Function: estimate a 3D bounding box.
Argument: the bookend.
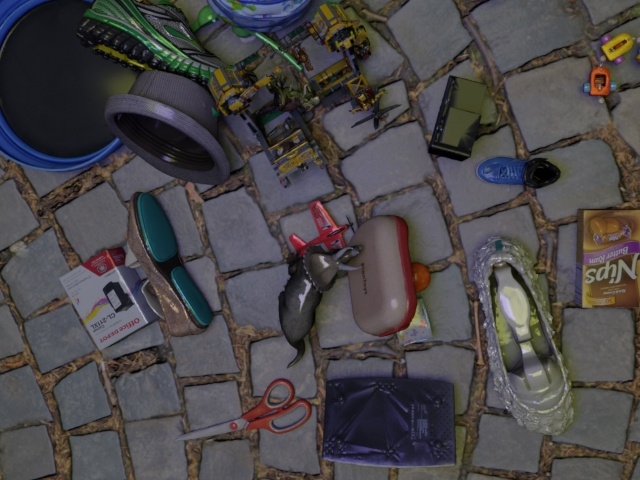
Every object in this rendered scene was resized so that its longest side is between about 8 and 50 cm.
[{"bbox_3d":[0.255,-0.232,1.193,0.072,0.157,0.156,16,97,6],"label":"bookend"}]

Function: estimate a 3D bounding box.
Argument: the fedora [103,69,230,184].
[{"bbox_3d":[-0.275,-0.228,1.239,0.243,0.275,0.124,9,69,29],"label":"fedora"}]

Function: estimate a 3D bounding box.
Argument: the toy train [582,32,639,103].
[{"bbox_3d":[0.571,-0.321,1.204,0.166,0.046,0.125,-5,95,11],"label":"toy train"}]

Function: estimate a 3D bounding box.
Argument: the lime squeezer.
[{"bbox_3d":[-0.183,-0.408,1.288,0.310,0.059,0.110,8,95,6],"label":"lime squeezer"}]

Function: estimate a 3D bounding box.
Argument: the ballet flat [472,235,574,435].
[{"bbox_3d":[0.377,0.195,1.222,0.146,0.147,0.409,-19,92,8],"label":"ballet flat"}]

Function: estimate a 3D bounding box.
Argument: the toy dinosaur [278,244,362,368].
[{"bbox_3d":[-0.038,0.113,1.242,0.120,0.160,0.314,27,105,-4],"label":"toy dinosaur"}]

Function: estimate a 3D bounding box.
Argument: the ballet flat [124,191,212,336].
[{"bbox_3d":[-0.335,0.059,1.322,0.106,0.107,0.316,-25,90,22],"label":"ballet flat"}]

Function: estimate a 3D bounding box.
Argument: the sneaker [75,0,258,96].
[{"bbox_3d":[-0.269,-0.373,1.229,0.343,0.134,0.147,23,79,-22],"label":"sneaker"}]

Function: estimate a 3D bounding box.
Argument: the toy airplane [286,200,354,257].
[{"bbox_3d":[0.000,0.000,1.308,0.151,0.028,0.151,1,101,5],"label":"toy airplane"}]

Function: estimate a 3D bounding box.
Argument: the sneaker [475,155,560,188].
[{"bbox_3d":[0.373,-0.130,1.221,0.152,0.084,0.058,8,95,7],"label":"sneaker"}]

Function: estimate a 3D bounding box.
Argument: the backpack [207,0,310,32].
[{"bbox_3d":[-0.119,-0.566,1.181,0.289,0.273,0.356,-3,105,-14],"label":"backpack"}]

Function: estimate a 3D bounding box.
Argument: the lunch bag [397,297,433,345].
[{"bbox_3d":[0.180,0.161,1.285,0.071,0.053,0.083,-16,82,7],"label":"lunch bag"}]

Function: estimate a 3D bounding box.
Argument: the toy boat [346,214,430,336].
[{"bbox_3d":[0.145,0.066,1.238,0.151,0.151,0.231,5,69,-31],"label":"toy boat"}]

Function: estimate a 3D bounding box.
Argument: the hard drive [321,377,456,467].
[{"bbox_3d":[0.134,0.358,1.270,0.254,0.054,0.172,-1,63,8],"label":"hard drive"}]

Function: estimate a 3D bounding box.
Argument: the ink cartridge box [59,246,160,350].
[{"bbox_3d":[-0.436,0.121,1.351,0.127,0.072,0.175,-30,89,8],"label":"ink cartridge box"}]

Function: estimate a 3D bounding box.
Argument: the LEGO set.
[{"bbox_3d":[-0.020,-0.245,1.177,0.331,0.255,0.192,-27,63,-3],"label":"LEGO set"}]

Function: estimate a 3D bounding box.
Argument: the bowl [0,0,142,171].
[{"bbox_3d":[-0.535,-0.336,1.329,0.390,0.077,0.392,0,94,7],"label":"bowl"}]

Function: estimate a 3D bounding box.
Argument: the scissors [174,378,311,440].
[{"bbox_3d":[-0.161,0.393,1.361,0.297,0.021,0.109,-31,92,7],"label":"scissors"}]

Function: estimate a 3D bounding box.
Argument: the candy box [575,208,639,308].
[{"bbox_3d":[0.546,0.033,1.228,0.109,0.053,0.187,-1,95,7],"label":"candy box"}]
